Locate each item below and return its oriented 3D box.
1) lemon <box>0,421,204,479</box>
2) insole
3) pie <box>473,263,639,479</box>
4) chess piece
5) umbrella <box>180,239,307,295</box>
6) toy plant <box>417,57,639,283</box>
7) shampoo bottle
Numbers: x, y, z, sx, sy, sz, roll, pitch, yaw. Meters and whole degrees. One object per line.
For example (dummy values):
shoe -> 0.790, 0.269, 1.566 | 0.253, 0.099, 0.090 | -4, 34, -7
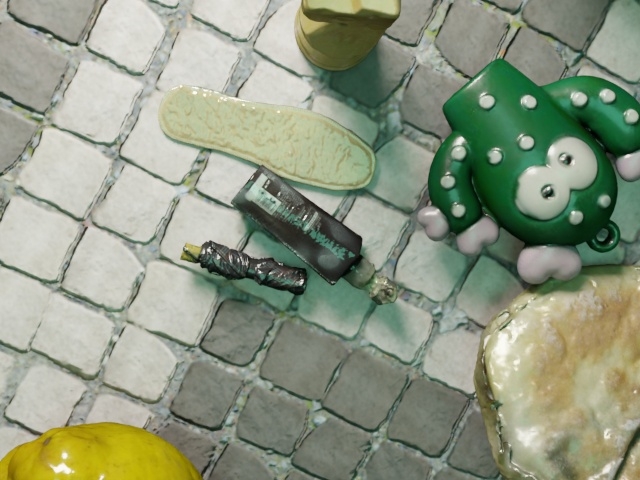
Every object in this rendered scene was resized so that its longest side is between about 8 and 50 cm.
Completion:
lemon -> -0.224, 0.343, 0.737 | 0.285, 0.285, 0.316 | -39, 121, 2
insole -> -0.056, -0.115, 0.800 | 0.248, 0.011, 0.081 | 15, 98, -7
pie -> 0.327, 0.162, 0.787 | 0.338, 0.075, 0.337 | 0, 64, 0
chess piece -> 0.022, -0.216, 0.695 | 0.090, 0.200, 0.090 | -1, 98, -5
umbrella -> -0.084, 0.030, 0.807 | 0.144, 0.040, 0.037 | 16, 90, -11
toy plant -> 0.235, -0.076, 0.781 | 0.243, 0.112, 0.232 | 23, 95, -2
shampoo bottle -> -0.001, 0.001, 0.797 | 0.208, 0.063, 0.057 | 37, 103, -10
